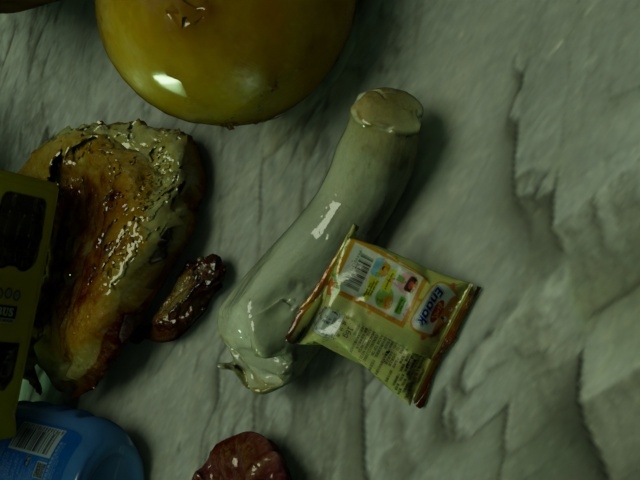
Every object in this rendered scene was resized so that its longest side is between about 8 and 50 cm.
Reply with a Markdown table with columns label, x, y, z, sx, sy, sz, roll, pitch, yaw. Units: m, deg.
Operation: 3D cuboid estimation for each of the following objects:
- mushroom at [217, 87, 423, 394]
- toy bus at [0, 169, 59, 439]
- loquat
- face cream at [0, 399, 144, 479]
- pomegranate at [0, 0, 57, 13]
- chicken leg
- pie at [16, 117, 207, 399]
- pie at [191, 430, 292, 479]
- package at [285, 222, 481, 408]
| label | x | y | z | sx | sy | sz | roll | pitch | yaw |
| --- | --- | --- | --- | --- | --- | --- | --- | --- | --- |
| mushroom | 0.001 | 0.001 | 1.102 | 0.099 | 0.096 | 0.278 | 42 | 105 | 42 |
| toy bus | -0.355 | 0.088 | 1.275 | 0.151 | 0.145 | 0.331 | 10 | 88 | 27 |
| loquat | -0.080 | -0.211 | 1.144 | 0.235 | 0.235 | 0.235 | -14 | 70 | 42 |
| face cream | -0.283 | 0.230 | 1.325 | 0.264 | 0.083 | 0.149 | 4 | 73 | 45 |
| pomegranate | -0.351 | -0.396 | 1.368 | 0.416 | 0.416 | 0.417 | -14 | 70 | 42 |
| chicken leg | -0.135 | 0.062 | 1.261 | 0.145 | 0.037 | 0.062 | -48 | 36 | 27 |
| pie | -0.236 | 0.005 | 1.341 | 0.308 | 0.085 | 0.308 | -14 | 70 | 43 |
| pie | -0.074 | 0.233 | 1.143 | 0.154 | 0.036 | 0.155 | -28 | 52 | 44 |
| package | 0.048 | 0.057 | 1.048 | 0.120 | 0.031 | 0.108 | 27 | 101 | 8 |
